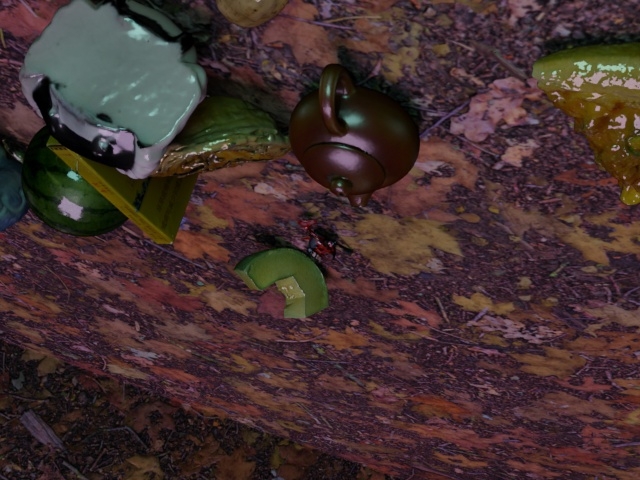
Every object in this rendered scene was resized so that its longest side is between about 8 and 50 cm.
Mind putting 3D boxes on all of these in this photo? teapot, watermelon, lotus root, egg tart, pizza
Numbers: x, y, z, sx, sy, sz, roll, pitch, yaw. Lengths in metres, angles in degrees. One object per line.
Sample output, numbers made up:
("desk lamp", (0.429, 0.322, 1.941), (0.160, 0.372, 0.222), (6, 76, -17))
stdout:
("teapot", (0.036, -0.128, 1.092), (0.178, 0.135, 0.252), (3, 153, 16))
("watermelon", (-0.389, -0.102, 1.319), (0.215, 0.188, 0.188), (13, 156, -11))
("lotus root", (-0.072, -0.278, 0.928), (0.072, 0.063, 0.152), (35, 154, -16))
("egg tart", (-0.160, -0.144, 1.190), (0.232, 0.098, 0.252), (-6, 177, -28))
("pizza", (0.405, -0.142, 0.919), (0.258, 0.087, 0.268), (-13, 141, 40))

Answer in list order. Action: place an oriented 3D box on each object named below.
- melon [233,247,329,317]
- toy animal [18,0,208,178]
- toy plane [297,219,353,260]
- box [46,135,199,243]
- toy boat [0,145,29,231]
("melon", (-0.068, 0.078, 1.601), (0.064, 0.118, 0.209), (6, 145, 51))
("toy animal", (-0.251, -0.194, 1.058), (0.208, 0.204, 0.156), (31, 173, 0))
("toy plane", (0.000, 0.000, 1.488), (0.060, 0.037, 0.145), (-6, 149, 30))
("box", (-0.282, -0.126, 1.252), (0.041, 0.153, 0.279), (2, 152, 28))
("toy boat", (-0.640, -0.086, 1.425), (0.215, 0.330, 0.123), (19, 115, 29))
